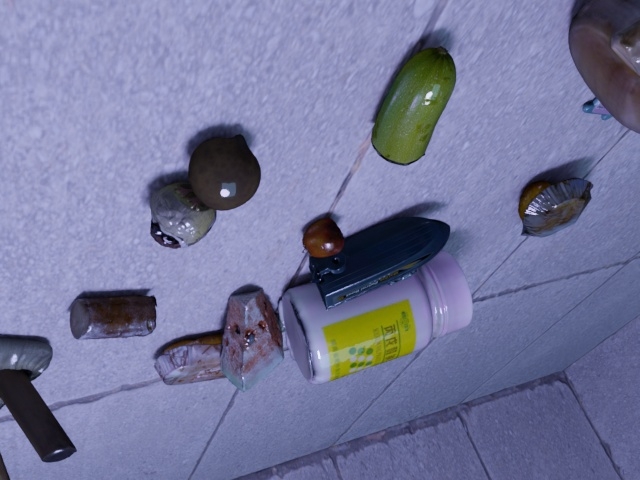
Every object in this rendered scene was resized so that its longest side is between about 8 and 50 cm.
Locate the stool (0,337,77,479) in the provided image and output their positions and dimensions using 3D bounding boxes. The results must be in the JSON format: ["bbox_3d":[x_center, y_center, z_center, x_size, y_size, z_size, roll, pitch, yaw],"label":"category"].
[{"bbox_3d":[-0.632,0.329,1.313,0.310,0.226,0.310,-41,151,28],"label":"stool"}]

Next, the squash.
[{"bbox_3d":[0.137,-0.202,1.106,0.095,0.095,0.188,-13,149,-22],"label":"squash"}]

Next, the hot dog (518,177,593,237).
[{"bbox_3d":[0.515,-0.077,1.688,0.163,0.081,0.270,-21,162,7],"label":"hot dog"}]

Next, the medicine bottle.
[{"bbox_3d":[0.116,0.157,1.639,0.379,0.213,0.213,-17,154,-16],"label":"medicine bottle"}]

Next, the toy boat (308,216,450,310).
[{"bbox_3d":[0.122,0.034,1.517,0.296,0.114,0.122,-23,148,-1],"label":"toy boat"}]

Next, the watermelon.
[{"bbox_3d":[-0.138,0.191,1.591,0.154,0.094,0.241,-30,136,-25],"label":"watermelon"}]

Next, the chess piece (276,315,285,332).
[{"bbox_3d":[-0.083,0.187,1.717,0.149,0.059,0.059,-1,147,-30],"label":"chess piece"}]

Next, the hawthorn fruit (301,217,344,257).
[{"bbox_3d":[0.005,-0.003,1.399,0.077,0.077,0.077,-19,155,-10],"label":"hawthorn fruit"}]

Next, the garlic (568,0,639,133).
[{"bbox_3d":[0.509,-0.279,1.104,0.231,0.246,0.340,-41,136,10],"label":"garlic"}]

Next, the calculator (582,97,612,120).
[{"bbox_3d":[0.553,-0.260,1.428,0.141,0.019,0.094,-3,145,-37],"label":"calculator"}]

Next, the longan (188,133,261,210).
[{"bbox_3d":[-0.133,-0.097,1.069,0.113,0.092,0.113,-15,121,-27],"label":"longan"}]

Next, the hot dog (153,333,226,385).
[{"bbox_3d":[-0.237,0.259,1.696,0.268,0.075,0.144,5,139,-41],"label":"hot dog"}]

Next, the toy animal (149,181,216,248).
[{"bbox_3d":[-0.196,-0.039,1.134,0.098,0.098,0.137,-43,170,35],"label":"toy animal"}]

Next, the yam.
[{"bbox_3d":[-0.360,0.134,1.339,0.141,0.079,0.079,3,144,-41],"label":"yam"}]
